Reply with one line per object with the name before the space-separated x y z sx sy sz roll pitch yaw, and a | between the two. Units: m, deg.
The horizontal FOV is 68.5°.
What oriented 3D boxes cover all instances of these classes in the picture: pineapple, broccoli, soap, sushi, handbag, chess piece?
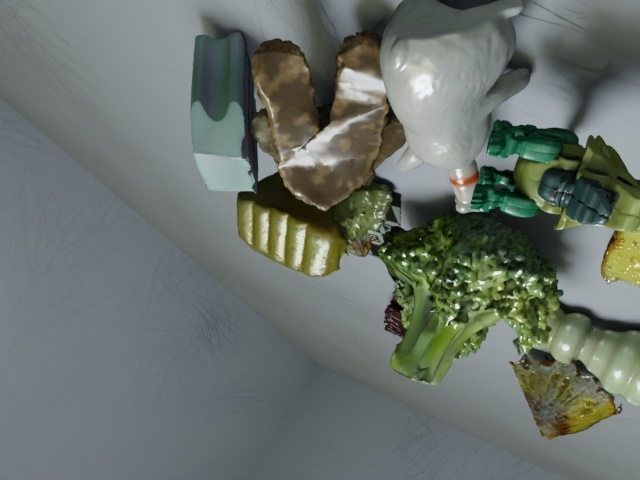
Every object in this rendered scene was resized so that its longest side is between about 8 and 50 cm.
pineapple | 0.542 0.359 1.077 0.114 0.186 0.236 46 162 -28
broccoli | 0.243 0.091 0.825 0.277 0.317 0.338 27 -158 -19
soap | -0.156 -0.201 0.770 0.091 0.230 0.145 -4 155 1
sushi | 0.026 -0.045 1.090 0.320 0.068 0.339 25 158 20
handbag | 0.287 0.252 1.379 0.216 0.074 0.203 28 159 18
chess piece | 0.497 0.193 0.888 0.243 0.133 0.133 26 160 37

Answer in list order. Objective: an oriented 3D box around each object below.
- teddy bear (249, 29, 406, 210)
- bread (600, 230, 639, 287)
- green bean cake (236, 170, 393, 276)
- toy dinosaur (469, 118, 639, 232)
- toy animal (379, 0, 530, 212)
teddy bear | 0.015 -0.177 0.711 0.247 0.222 0.296 -2 129 1
bread | 0.438 0.007 0.615 0.103 0.065 0.187 19 154 29
green bean cake | -0.009 -0.044 0.878 0.233 0.236 0.124 22 126 26
toy dinosaur | 0.237 -0.079 0.488 0.153 0.259 0.094 14 118 7
toy animal | 0.155 -0.160 0.564 0.141 0.138 0.282 29 168 33
